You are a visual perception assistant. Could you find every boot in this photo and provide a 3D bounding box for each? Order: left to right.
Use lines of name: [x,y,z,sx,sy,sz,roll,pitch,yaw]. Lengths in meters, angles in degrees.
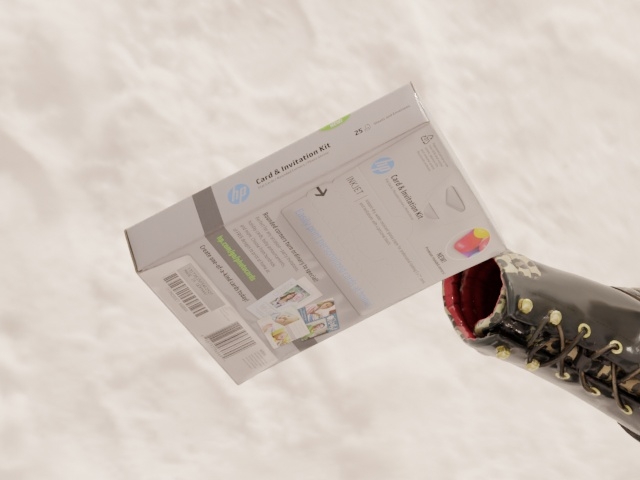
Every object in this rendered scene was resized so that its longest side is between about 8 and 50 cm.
boot: [0.189,0.089,1.305,0.085,0.179,0.236,-62,29,19]

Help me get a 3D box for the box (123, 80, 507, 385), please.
box: [0.000,0.000,1.156,0.186,0.145,0.038,-27,53,8]
